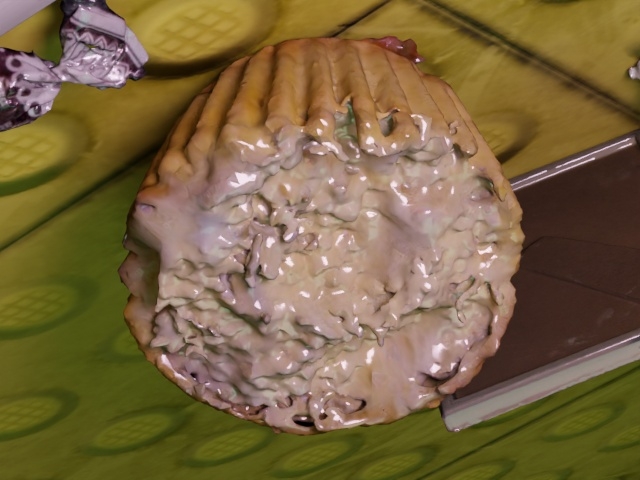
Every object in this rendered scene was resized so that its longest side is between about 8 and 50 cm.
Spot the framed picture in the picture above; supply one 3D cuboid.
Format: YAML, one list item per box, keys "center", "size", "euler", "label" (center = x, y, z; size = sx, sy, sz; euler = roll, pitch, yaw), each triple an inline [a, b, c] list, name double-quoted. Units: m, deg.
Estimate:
- center: [0.173, 0.017, 1.444]
  size: [0.232, 0.315, 0.024]
  euler: [-21, 114, 4]
  label: "framed picture"

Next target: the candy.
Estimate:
- center: [-0.212, -0.082, 1.138]
  size: [0.226, 0.051, 0.094]
  euler: [-20, 155, 1]
  label: "candy"

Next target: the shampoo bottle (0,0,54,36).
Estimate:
- center: [-0.133, -0.164, 0.963]
  size: [0.227, 0.086, 0.056]
  euler: [-28, 158, 22]
  label: "shampoo bottle"

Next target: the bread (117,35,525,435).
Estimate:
- center: [0.000, 0.000, 1.276]
  size: [0.274, 0.149, 0.274]
  euler: [-1, 129, -2]
  label: "bread"

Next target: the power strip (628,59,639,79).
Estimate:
- center: [0.366, -0.155, 1.458]
  size: [0.270, 0.046, 0.118]
  euler: [-14, 157, -13]
  label: "power strip"
